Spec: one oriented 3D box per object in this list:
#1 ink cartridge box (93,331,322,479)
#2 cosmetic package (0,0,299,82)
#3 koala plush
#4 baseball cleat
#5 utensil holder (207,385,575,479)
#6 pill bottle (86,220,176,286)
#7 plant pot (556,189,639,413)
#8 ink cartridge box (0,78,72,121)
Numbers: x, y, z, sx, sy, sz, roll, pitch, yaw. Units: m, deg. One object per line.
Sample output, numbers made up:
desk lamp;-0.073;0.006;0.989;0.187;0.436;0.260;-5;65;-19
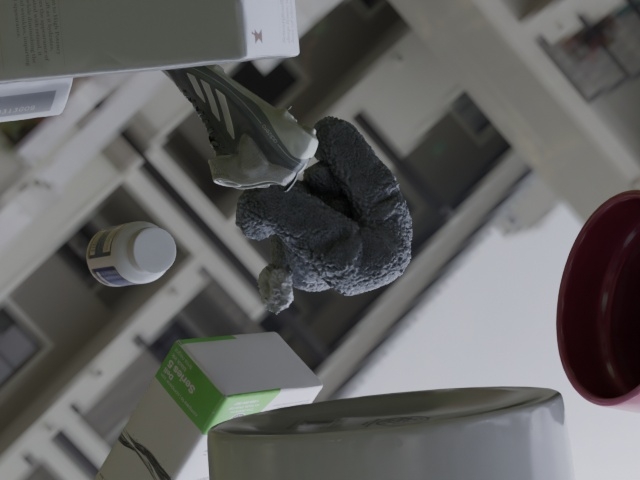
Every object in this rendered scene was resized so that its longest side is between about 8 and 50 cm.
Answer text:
ink cartridge box;-0.152;0.259;2.230;0.198;0.115;0.273;-1;131;-52
cosmetic package;-0.133;-0.177;1.224;0.231;0.117;0.085;0;-173;29
koala plush;0.000;0.000;2.132;0.196;0.203;0.221;-43;176;-27
baseball cleat;-0.106;-0.122;1.779;0.109;0.206;0.072;-58;163;-2
utensil holder;0.076;0.330;1.436;0.327;0.386;0.327;-5;180;0
pill bottle;-0.200;0.014;1.837;0.067;0.067;0.120;-47;-163;-23
plant pot;0.342;0.065;1.562;0.201;0.180;0.201;-170;-90;-67
ink cartridge box;-0.506;-0.305;2.087;0.308;0.385;0.091;-11;152;-27
